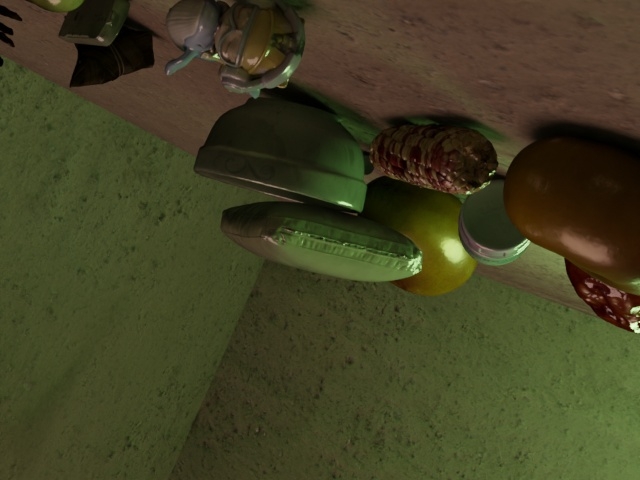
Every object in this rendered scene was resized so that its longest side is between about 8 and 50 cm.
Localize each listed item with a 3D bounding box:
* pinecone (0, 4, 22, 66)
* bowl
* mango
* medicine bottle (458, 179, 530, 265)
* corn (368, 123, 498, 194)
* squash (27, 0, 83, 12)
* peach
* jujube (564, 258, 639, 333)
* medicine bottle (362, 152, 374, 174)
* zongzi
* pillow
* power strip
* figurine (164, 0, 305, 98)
[{"bbox_3d":[-0.669,-0.392,1.479,0.264,0.264,0.264,23,178,1],"label":"pinecone"},{"bbox_3d":[-0.059,-0.154,1.454,0.307,0.163,0.307,13,-178,-1],"label":"bowl"},{"bbox_3d":[0.201,-0.017,1.731,0.264,0.221,0.378,26,170,31],"label":"mango"},{"bbox_3d":[0.304,-0.030,1.424,0.135,0.135,0.168,23,175,12],"label":"medicine bottle"},{"bbox_3d":[0.156,-0.126,1.225,0.098,0.098,0.290,25,-179,-23],"label":"corn"},{"bbox_3d":[-0.429,-0.391,1.212,0.250,0.083,0.083,26,179,34],"label":"squash"},{"bbox_3d":[0.337,-0.033,1.000,0.251,0.153,0.251,36,-173,-5],"label":"peach"},{"bbox_3d":[0.458,0.047,1.212,0.174,0.174,0.250,21,179,40],"label":"jujube"},{"bbox_3d":[0.072,-0.163,1.715,0.047,0.047,0.083,26,176,-39],"label":"medicine bottle"},{"bbox_3d":[-0.411,-0.323,1.420,0.187,0.184,0.084,24,135,31],"label":"zongzi"},{"bbox_3d":[0.000,0.000,1.502,0.322,0.119,0.255,12,180,-27],"label":"pillow"},{"bbox_3d":[-0.369,-0.355,1.328,0.029,0.080,0.227,27,177,-38],"label":"power strip"},{"bbox_3d":[-0.094,-0.233,0.968,0.184,0.128,0.208,20,-176,21],"label":"figurine"}]
